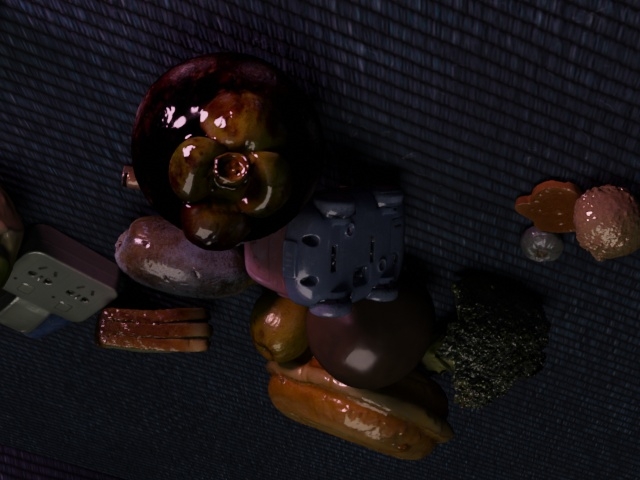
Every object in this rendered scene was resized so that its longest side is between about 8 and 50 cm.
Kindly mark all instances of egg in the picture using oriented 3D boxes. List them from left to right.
[{"bbox_3d":[0.474,-0.028,1.635,0.140,0.116,0.118,31,121,-24],"label":"egg"}]

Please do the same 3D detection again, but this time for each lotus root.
[{"bbox_3d":[-0.245,0.052,1.981,0.322,0.140,0.158,18,148,-15],"label":"lotus root"}]

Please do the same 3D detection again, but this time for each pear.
[{"bbox_3d":[-0.081,0.175,2.116,0.149,0.162,0.149,17,147,12],"label":"pear"}]

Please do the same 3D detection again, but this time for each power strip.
[{"bbox_3d":[-0.594,0.081,2.187,0.261,0.141,0.229,-32,131,31],"label":"power strip"}]

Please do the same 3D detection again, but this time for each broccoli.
[{"bbox_3d":[0.305,0.193,2.030,0.221,0.252,0.361,25,-179,-14],"label":"broccoli"}]

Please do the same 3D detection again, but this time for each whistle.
[{"bbox_3d":[-0.621,0.180,2.392,0.062,0.062,0.304,32,144,-30],"label":"whistle"}]

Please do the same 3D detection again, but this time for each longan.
[{"bbox_3d":[0.099,0.165,1.963,0.258,0.258,0.258,8,149,5],"label":"longan"}]

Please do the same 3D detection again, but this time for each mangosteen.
[{"bbox_3d":[-0.138,-0.117,1.496,0.297,0.313,0.297,-2,150,-1],"label":"mangosteen"}]

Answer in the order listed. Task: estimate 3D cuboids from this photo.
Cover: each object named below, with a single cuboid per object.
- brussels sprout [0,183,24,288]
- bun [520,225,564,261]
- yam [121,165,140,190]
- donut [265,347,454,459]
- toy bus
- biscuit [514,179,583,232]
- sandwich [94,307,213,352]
[{"bbox_3d":[-0.730,0.010,1.937,0.355,0.281,0.289,-32,101,20],"label":"brussels sprout"},{"bbox_3d":[0.394,0.008,1.786,0.083,0.045,0.083,6,145,4],"label":"bun"},{"bbox_3d":[-0.232,-0.093,1.828,0.264,0.046,0.046,11,149,1],"label":"yam"},{"bbox_3d":[0.087,0.353,2.239,0.449,0.198,0.449,21,167,5],"label":"donut"},{"bbox_3d":[0.000,0.000,1.707,0.232,0.197,0.294,11,-163,37],"label":"toy bus"},{"bbox_3d":[0.389,-0.059,1.699,0.118,0.023,0.140,6,149,10],"label":"biscuit"},{"bbox_3d":[-0.384,0.207,2.280,0.254,0.099,0.288,1,173,-17],"label":"sandwich"}]
